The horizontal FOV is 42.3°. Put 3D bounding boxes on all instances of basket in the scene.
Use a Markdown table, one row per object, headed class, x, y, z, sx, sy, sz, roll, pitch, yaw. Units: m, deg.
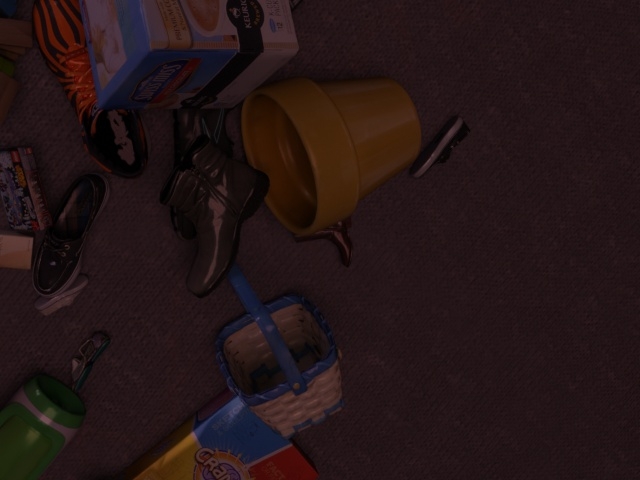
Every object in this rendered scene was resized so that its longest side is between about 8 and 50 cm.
| class | x | y | z | sx | sy | sz | roll | pitch | yaw |
| --- | --- | --- | --- | --- | --- | --- | --- | --- | --- |
| basket | -0.084 | 0.173 | 1.429 | 0.201 | 0.255 | 0.289 | -31 | 127 | -4 |

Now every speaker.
| class | x | y | z | sx | sy | sz | roll | pitch | yaw |
| --- | --- | --- | --- | --- | --- | --- | --- | --- | --- |
| speaker | -0.538 | 0.378 | 1.418 | 0.131 | 0.131 | 0.296 | 40 | 91 | -19 |

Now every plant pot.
| class | x | y | z | sx | sy | sz | roll | pitch | yaw |
| --- | --- | --- | --- | --- | --- | --- | --- | --- | --- |
| plant pot | 0.028 | -0.166 | 1.393 | 0.239 | 0.254 | 0.254 | -23 | 108 | -25 |

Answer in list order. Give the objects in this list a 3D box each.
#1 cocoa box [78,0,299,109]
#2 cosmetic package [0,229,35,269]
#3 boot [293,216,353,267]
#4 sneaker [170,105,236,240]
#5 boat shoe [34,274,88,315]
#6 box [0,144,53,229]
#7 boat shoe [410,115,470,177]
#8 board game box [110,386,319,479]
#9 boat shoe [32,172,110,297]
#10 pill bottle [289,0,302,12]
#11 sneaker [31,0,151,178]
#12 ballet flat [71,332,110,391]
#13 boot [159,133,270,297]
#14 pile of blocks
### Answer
| class | x | y | z | sx | sy | sz | roll | pitch | yaw |
| --- | --- | --- | --- | --- | --- | --- | --- | --- | --- |
| cocoa box | -0.212 | -0.387 | 1.192 | 0.228 | 0.231 | 0.347 | -8 | 82 | -33 |
| cosmetic package | -0.538 | 0.013 | 1.379 | 0.115 | 0.041 | 0.060 | 5 | 101 | -15 |
| boot | 0.000 | 0.000 | 1.516 | 0.114 | 0.037 | 0.106 | -4 | 90 | -17 |
| sneaker | -0.200 | -0.128 | 1.405 | 0.106 | 0.101 | 0.267 | 3 | 102 | -17 |
| boat shoe | -0.442 | 0.097 | 1.430 | 0.100 | 0.035 | 0.035 | -34 | 135 | -9 |
| box | -0.488 | -0.085 | 1.345 | 0.027 | 0.094 | 0.137 | -27 | 111 | -47 |
| boat shoe | 0.224 | -0.166 | 1.532 | 0.040 | 0.049 | 0.142 | 40 | 88 | -19 |
| board game box | -0.199 | 0.448 | 1.552 | 0.316 | 0.064 | 0.242 | -39 | 109 | -3 |
| boat shoe | -0.422 | -0.009 | 1.375 | 0.080 | 0.076 | 0.228 | 30 | 92 | 4 |
| pill bottle | -0.086 | -0.412 | 1.366 | 0.108 | 0.108 | 0.180 | 41 | 90 | -19 |
| sneaker | -0.348 | -0.244 | 1.297 | 0.125 | 0.180 | 0.321 | -29 | 108 | -7 |
| ballet flat | -0.415 | 0.211 | 1.462 | 0.041 | 0.041 | 0.114 | 32 | 93 | -19 |
| boot | -0.202 | -0.041 | 1.354 | 0.161 | 0.083 | 0.246 | 27 | 89 | -38 |
| pile of blocks | -0.540 | -0.357 | 1.275 | 0.149 | 0.113 | 0.362 | -4 | 99 | -55 |
